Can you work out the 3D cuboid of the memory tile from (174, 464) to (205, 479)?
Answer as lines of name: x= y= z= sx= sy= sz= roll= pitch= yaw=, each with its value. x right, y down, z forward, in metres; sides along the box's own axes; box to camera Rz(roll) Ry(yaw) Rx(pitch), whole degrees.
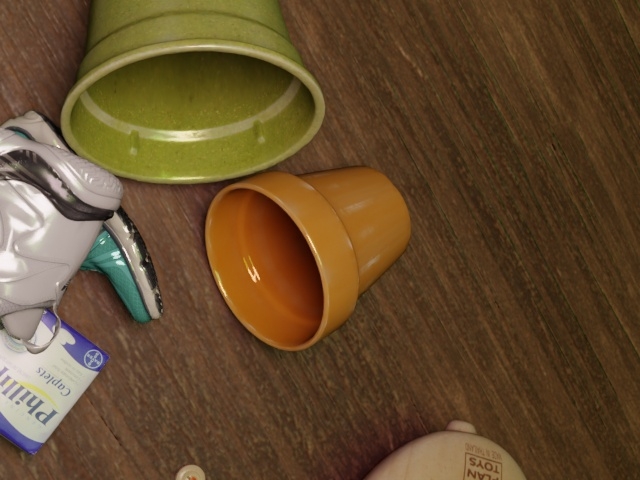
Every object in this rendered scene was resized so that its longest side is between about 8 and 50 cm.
memory tile: x=-0.171 y=0.346 z=1.325 sx=0.148 sy=0.012 sz=0.113 roll=-41 pitch=103 yaw=-20

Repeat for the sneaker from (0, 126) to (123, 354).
sneaker: x=-0.400 y=-0.025 z=1.132 sx=0.366 sy=0.137 sz=0.210 roll=18 pitch=83 yaw=-4

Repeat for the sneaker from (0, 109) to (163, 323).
sneaker: x=-0.275 y=-0.014 z=1.268 sx=0.110 sy=0.107 sz=0.275 roll=-38 pitch=97 yaw=-2

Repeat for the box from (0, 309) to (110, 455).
box: x=-0.325 y=0.144 z=1.236 sx=0.126 sy=0.072 sz=0.137 roll=41 pitch=73 yaw=-16

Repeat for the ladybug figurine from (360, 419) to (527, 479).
ladybug figurine: x=0.115 y=0.437 z=1.364 sx=0.305 sy=0.162 sz=0.449 roll=21 pitch=79 yaw=-22

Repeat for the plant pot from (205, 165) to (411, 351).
plant pot: x=0.000 y=0.000 z=1.331 sx=0.188 sy=0.205 sz=0.205 roll=-26 pitch=98 yaw=-38

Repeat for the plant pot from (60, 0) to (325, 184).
plant pot: x=-0.146 y=-0.236 z=1.235 sx=0.276 sy=0.276 sz=0.254 roll=4 pitch=62 yaw=-24
